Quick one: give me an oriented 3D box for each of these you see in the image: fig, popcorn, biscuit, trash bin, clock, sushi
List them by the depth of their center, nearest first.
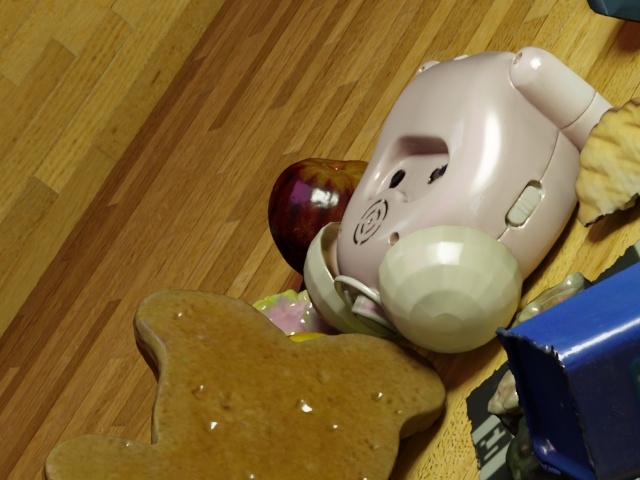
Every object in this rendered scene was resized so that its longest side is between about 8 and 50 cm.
[{"bbox_3d":[0.263,0.082,1.362,0.234,0.162,0.184,-22,13,-14],"label":"trash bin"},{"bbox_3d":[0.213,0.118,1.614,0.296,0.100,0.373,-45,21,19],"label":"sushi"},{"bbox_3d":[-0.067,0.207,1.737,0.394,0.368,0.076,-81,8,-54],"label":"biscuit"},{"bbox_3d":[0.320,-0.080,1.778,0.183,0.061,0.118,-16,76,59],"label":"biscuit"},{"bbox_3d":[0.139,-0.035,1.967,0.326,0.184,0.342,-60,15,-10],"label":"clock"},{"bbox_3d":[-0.045,0.124,2.144,0.145,0.126,0.126,-40,-4,-12],"label":"popcorn"},{"bbox_3d":[-0.001,-0.019,2.266,0.202,0.149,0.148,-58,26,-7],"label":"fig"}]

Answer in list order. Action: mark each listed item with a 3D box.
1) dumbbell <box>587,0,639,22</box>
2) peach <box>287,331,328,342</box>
[{"bbox_3d":[0.383,-0.283,1.885,0.325,0.160,0.144,-135,52,-70],"label":"dumbbell"},{"bbox_3d":[-0.038,0.190,1.969,0.159,0.154,0.267,-44,21,25],"label":"peach"}]
